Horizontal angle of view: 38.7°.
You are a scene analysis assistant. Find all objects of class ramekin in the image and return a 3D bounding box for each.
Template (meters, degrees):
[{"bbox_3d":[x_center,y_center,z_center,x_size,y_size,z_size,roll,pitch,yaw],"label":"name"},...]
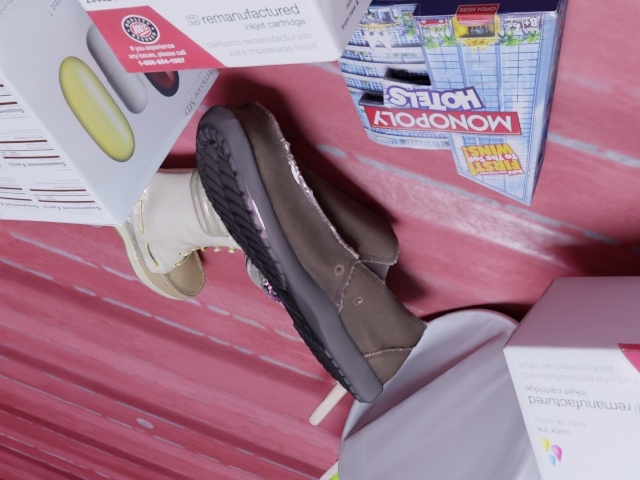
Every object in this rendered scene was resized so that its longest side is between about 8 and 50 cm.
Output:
[{"bbox_3d":[0.157,0.217,0.959,0.127,0.272,0.273,37,146,-31],"label":"ramekin"}]

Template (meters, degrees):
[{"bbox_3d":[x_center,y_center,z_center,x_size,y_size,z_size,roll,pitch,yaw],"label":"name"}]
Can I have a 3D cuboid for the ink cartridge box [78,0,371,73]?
[{"bbox_3d":[-0.099,-0.251,0.592,0.197,0.114,0.272,3,141,31],"label":"ink cartridge box"}]

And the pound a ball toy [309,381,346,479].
[{"bbox_3d":[0.092,0.257,1.212,0.208,0.136,0.319,47,150,12],"label":"pound a ball toy"}]

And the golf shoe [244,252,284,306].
[{"bbox_3d":[-0.010,0.060,1.041,0.186,0.067,0.086,42,176,-32],"label":"golf shoe"}]

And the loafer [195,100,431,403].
[{"bbox_3d":[0.000,0.000,0.905,0.134,0.130,0.366,36,160,52],"label":"loafer"}]

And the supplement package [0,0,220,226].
[{"bbox_3d":[-0.220,-0.149,0.743,0.149,0.194,0.203,4,143,30],"label":"supplement package"}]

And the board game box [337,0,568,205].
[{"bbox_3d":[0.105,-0.113,0.707,0.194,0.060,0.194,5,142,28],"label":"board game box"}]

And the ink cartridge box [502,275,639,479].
[{"bbox_3d":[0.312,0.189,0.776,0.226,0.131,0.306,-4,113,39],"label":"ink cartridge box"}]

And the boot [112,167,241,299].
[{"bbox_3d":[-0.135,-0.004,1.007,0.165,0.077,0.213,4,138,27],"label":"boot"}]
